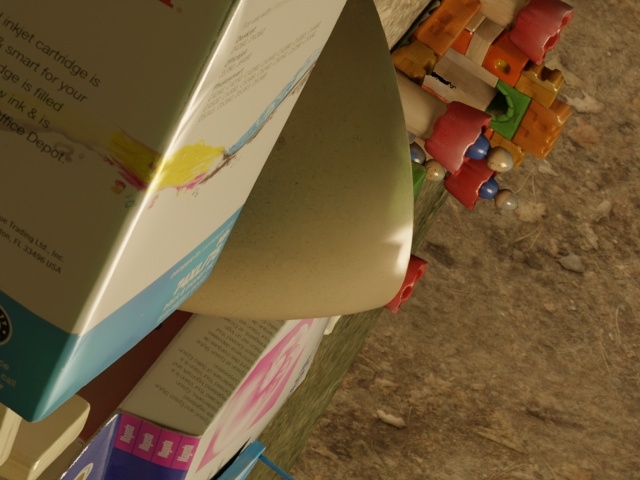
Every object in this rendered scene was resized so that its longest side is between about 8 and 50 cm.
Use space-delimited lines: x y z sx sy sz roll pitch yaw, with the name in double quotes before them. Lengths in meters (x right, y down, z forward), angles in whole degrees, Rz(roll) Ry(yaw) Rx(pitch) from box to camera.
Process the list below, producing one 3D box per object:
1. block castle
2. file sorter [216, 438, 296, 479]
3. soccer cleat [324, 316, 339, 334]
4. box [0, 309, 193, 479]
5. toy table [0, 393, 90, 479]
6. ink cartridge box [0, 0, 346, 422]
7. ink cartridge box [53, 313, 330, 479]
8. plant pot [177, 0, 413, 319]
"block castle" 0.175 -0.124 2.476 0.303 0.213 0.453 -52 170 -30
"file sorter" -0.074 0.268 1.466 0.170 0.104 0.118 -57 172 32
"soccer cleat" 0.000 0.000 2.182 0.116 0.143 0.331 -52 170 -27
"box" -0.189 0.089 1.424 0.232 0.148 0.127 -48 168 -49
"toy table" -0.269 0.133 1.113 0.252 0.161 0.274 -50 168 -38
"ink cartridge box" -0.125 -0.097 0.931 0.270 0.198 0.197 -61 170 31
"ink cartridge box" -0.093 0.138 1.408 0.330 0.071 0.324 -53 173 -29
"plant pot" -0.086 -0.070 1.171 0.191 0.284 0.284 -16 156 -17
